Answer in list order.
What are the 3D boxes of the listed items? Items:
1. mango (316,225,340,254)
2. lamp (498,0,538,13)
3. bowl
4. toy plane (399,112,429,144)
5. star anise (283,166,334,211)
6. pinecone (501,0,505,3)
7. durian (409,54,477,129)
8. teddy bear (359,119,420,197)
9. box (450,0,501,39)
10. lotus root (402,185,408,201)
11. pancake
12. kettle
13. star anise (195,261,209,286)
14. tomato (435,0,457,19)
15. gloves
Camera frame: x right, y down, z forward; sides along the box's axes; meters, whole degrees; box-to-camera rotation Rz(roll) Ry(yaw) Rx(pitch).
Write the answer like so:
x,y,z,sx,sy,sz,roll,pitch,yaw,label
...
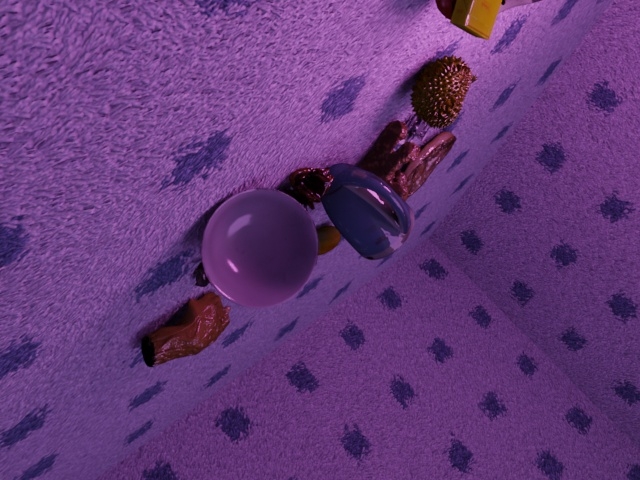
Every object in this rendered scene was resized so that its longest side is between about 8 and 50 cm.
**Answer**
x,y,z,sx,sy,sz,roll,pitch,yaw,label
-0.002,0.005,2.387,0.237,0.091,0.137,-15,143,-49,mango
0.576,-0.738,1.674,0.314,0.182,0.182,-50,163,23,lamp
-0.189,0.016,1.681,0.345,0.346,0.157,-40,-163,-10,bowl
0.371,-0.439,2.156,0.159,0.082,0.234,16,124,-41,toy plane
-0.057,-0.152,1.788,0.190,0.125,0.220,-47,-168,15,star anise
0.468,-0.712,1.579,0.120,0.140,0.140,-12,159,-6,pinecone
0.396,-0.491,1.862,0.237,0.176,0.200,-52,-148,-17,durian
0.277,-0.263,2.119,0.222,0.247,0.296,18,132,-42,teddy bear
0.429,-0.691,1.426,0.187,0.047,0.335,-10,119,-55,box
0.281,-0.164,2.534,0.160,0.146,0.284,10,132,-45,lotus root
0.484,-0.350,2.654,0.387,0.082,0.387,-42,163,-16,pancake
0.154,-0.129,1.944,0.319,0.342,0.247,-3,-129,51,kettle
-0.311,0.067,1.813,0.196,0.073,0.212,-33,164,-24,star anise
0.358,-0.663,1.483,0.189,0.099,0.173,-25,135,-46,tomato
-0.452,0.318,1.976,0.356,0.155,0.203,-36,167,-36,gloves
